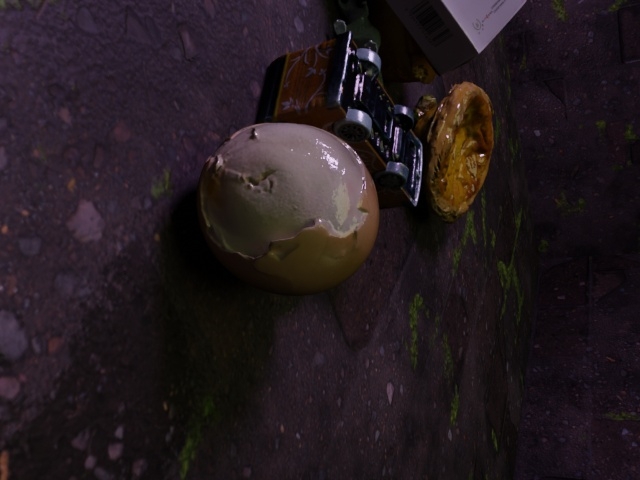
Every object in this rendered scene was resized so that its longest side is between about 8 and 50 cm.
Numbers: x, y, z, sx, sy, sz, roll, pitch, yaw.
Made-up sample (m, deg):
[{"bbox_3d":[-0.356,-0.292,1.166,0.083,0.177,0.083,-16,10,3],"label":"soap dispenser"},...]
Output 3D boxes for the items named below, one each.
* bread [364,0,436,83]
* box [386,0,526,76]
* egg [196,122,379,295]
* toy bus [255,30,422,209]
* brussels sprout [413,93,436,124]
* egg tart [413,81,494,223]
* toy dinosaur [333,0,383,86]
[{"bbox_3d":[0.187,-0.451,1.291,0.268,0.145,0.268,3,87,-61],"label":"bread"},{"bbox_3d":[0.215,-0.485,1.119,0.299,0.106,0.200,50,60,-14],"label":"box"},{"bbox_3d":[-0.030,-0.031,0.731,0.244,0.201,0.201,47,45,-64],"label":"egg"},{"bbox_3d":[0.040,-0.157,0.929,0.275,0.167,0.139,41,50,-48],"label":"toy bus"},{"bbox_3d":[0.247,-0.315,1.497,0.046,0.051,0.083,41,71,-14],"label":"brussels sprout"},{"bbox_3d":[0.300,-0.210,1.455,0.341,0.129,0.341,-32,129,-50],"label":"egg tart"},{"bbox_3d":[0.079,-0.331,1.112,0.129,0.076,0.383,3,74,-61],"label":"toy dinosaur"}]
